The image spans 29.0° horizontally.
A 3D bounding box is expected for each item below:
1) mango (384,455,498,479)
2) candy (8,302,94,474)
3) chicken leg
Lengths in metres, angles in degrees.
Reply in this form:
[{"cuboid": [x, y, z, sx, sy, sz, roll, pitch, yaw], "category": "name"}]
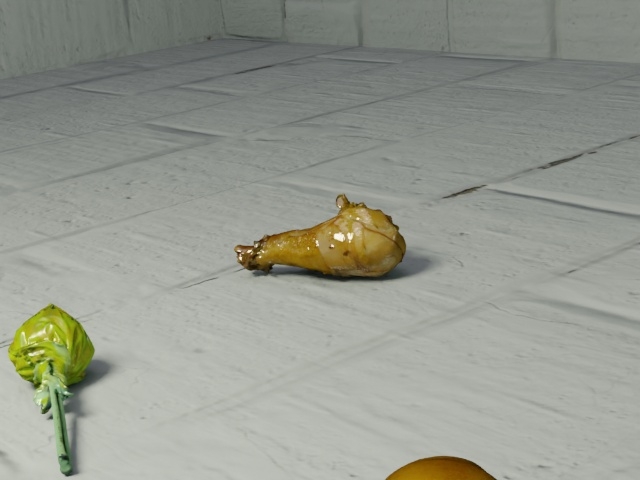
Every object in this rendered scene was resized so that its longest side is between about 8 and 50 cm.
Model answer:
[{"cuboid": [0.081, 0.184, 0.815, 0.102, 0.085, 0.184, -3, 11, 6], "category": "mango"}, {"cuboid": [-0.243, 0.140, 1.133, 0.077, 0.073, 0.262, -26, 26, -4], "category": "candy"}, {"cuboid": [-0.001, 0.002, 1.465, 0.207, 0.085, 0.101, -6, 49, 21], "category": "chicken leg"}]
